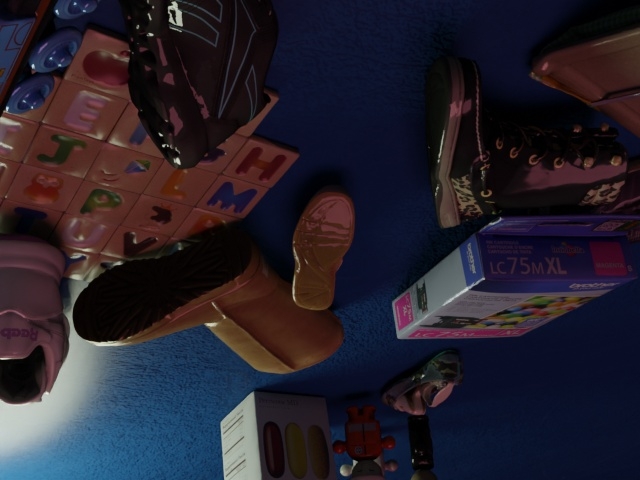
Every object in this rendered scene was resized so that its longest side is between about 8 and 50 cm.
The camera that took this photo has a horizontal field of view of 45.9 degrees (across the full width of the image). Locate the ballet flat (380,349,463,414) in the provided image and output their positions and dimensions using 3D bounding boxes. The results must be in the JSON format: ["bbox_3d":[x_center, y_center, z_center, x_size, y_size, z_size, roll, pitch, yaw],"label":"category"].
[{"bbox_3d":[0.159,0.241,1.197,0.070,0.070,0.188,10,142,-27],"label":"ballet flat"}]

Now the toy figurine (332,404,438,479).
[{"bbox_3d":[0.080,0.383,1.292,0.213,0.148,0.210,20,144,-37],"label":"toy figurine"}]

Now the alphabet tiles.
[{"bbox_3d":[-0.199,-0.054,0.726,0.285,0.011,0.342,15,139,-31],"label":"alphabet tiles"}]

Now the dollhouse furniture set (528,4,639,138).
[{"bbox_3d":[0.355,-0.188,0.605,0.198,0.151,0.302,23,167,-31],"label":"dollhouse furniture set"}]

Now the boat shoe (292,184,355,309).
[{"bbox_3d":[0.000,0.000,0.812,0.063,0.059,0.170,11,132,-5],"label":"boat shoe"}]

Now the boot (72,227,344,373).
[{"bbox_3d":[-0.119,0.104,0.900,0.236,0.089,0.269,-18,149,13],"label":"boot"}]

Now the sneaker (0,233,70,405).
[{"bbox_3d":[-0.332,0.118,0.812,0.114,0.152,0.305,1,152,-16],"label":"sneaker"}]

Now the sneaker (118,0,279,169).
[{"bbox_3d":[-0.092,-0.173,0.531,0.106,0.101,0.267,-27,147,-20],"label":"sneaker"}]

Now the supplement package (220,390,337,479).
[{"bbox_3d":[-0.064,0.378,1.181,0.139,0.244,0.134,11,142,-29],"label":"supplement package"}]

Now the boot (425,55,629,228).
[{"bbox_3d":[0.188,-0.092,0.688,0.179,0.085,0.236,-6,153,6],"label":"boot"}]

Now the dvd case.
[{"bbox_3d":[0.353,-0.039,0.877,0.221,0.018,0.164,-16,147,9],"label":"dvd case"}]

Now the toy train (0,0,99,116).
[{"bbox_3d":[-0.216,-0.141,0.499,0.184,0.080,0.105,-43,176,38],"label":"toy train"}]

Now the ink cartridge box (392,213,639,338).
[{"bbox_3d":[0.223,0.052,0.882,0.186,0.065,0.311,1,157,-15],"label":"ink cartridge box"}]
